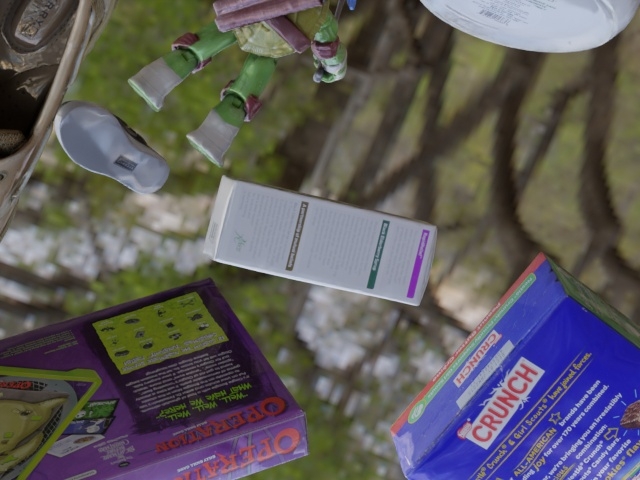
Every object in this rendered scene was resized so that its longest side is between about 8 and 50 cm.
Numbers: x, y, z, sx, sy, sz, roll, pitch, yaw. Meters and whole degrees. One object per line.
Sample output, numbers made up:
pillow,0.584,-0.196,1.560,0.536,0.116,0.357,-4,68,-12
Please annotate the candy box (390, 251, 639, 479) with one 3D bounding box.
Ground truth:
candy box,0.280,0.215,2.121,0.317,0.268,0.122,36,-168,-22

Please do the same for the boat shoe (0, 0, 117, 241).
boat shoe,-0.262,-0.081,1.418,0.121,0.341,0.110,27,-171,-6

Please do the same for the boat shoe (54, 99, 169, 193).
boat shoe,-0.175,-0.079,1.566,0.040,0.049,0.142,47,-175,35

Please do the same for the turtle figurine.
turtle figurine,-0.077,-0.225,2.130,0.198,0.266,0.274,47,174,-40

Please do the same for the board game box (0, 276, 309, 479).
board game box,-0.207,0.143,1.477,0.346,0.056,0.208,-16,-149,-16

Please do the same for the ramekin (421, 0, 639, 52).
ramekin,0.165,-0.230,1.516,0.207,0.109,0.207,13,164,4

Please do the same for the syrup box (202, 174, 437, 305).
syrup box,0.000,0.000,2.132,0.237,0.096,0.093,14,-177,-13
